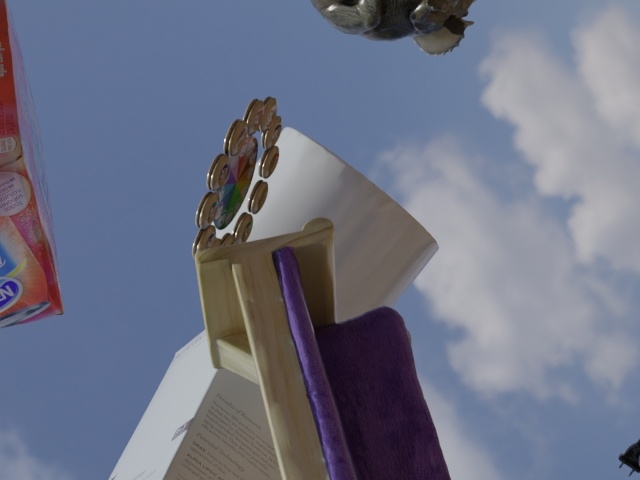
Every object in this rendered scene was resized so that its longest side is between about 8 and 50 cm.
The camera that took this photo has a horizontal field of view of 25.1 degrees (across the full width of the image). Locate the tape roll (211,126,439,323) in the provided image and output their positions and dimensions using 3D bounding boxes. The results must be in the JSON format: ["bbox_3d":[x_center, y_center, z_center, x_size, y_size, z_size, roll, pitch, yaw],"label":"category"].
[{"bbox_3d":[0.000,0.000,1.767,0.246,0.169,0.246,38,176,3],"label":"tape roll"}]

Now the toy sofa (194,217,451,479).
[{"bbox_3d":[0.023,0.162,1.105,0.150,0.177,0.362,85,171,-49],"label":"toy sofa"}]

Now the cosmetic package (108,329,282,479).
[{"bbox_3d":[-0.144,0.272,1.857,0.156,0.217,0.385,40,-141,-15],"label":"cosmetic package"}]

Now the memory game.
[{"bbox_3d":[-0.079,-0.054,1.413,0.012,0.186,0.186,21,-160,14],"label":"memory game"}]

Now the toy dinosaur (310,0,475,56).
[{"bbox_3d":[0.071,-0.288,1.740,0.314,0.160,0.121,1,-115,-17],"label":"toy dinosaur"}]

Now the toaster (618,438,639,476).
[{"bbox_3d":[0.342,0.149,1.053,0.146,0.227,0.129,44,-154,6],"label":"toaster"}]

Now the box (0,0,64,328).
[{"bbox_3d":[-0.298,-0.068,1.148,0.300,0.142,0.154,-112,11,-53],"label":"box"}]
